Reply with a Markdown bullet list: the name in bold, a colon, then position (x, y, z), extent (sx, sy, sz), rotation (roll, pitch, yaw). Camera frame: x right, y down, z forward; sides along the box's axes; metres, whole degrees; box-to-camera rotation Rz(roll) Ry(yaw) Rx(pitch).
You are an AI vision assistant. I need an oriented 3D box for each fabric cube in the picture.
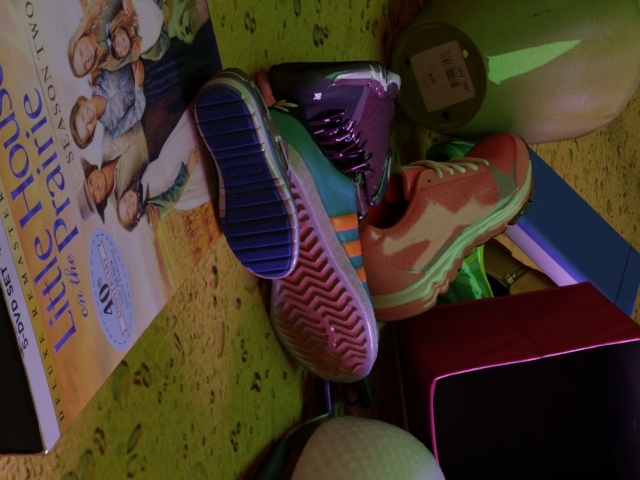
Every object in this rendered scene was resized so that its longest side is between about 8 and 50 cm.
- **fabric cube**: position (0.236, 0.212, 1.928), extent (0.258, 0.259, 0.254), rotation (-119, -160, -75)

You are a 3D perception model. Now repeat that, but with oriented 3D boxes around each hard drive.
- **hard drive**: position (0.311, -0.031, 2.309), extent (0.318, 0.040, 0.210), rotation (43, 29, -5)

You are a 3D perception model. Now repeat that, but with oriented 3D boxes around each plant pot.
- **plant pot**: position (0.220, -0.232, 2.102), extent (0.293, 0.275, 0.275), rotation (-23, 110, -52)

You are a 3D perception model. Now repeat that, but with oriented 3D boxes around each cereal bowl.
- **cereal bowl**: position (0.065, 0.349, 1.680), extent (0.339, 0.141, 0.339), rotation (4, 90, -72)

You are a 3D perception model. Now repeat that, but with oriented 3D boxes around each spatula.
- **spatula**: position (-0.021, 0.197, 1.662), extent (0.296, 0.030, 0.084), rotation (-42, 129, -65)

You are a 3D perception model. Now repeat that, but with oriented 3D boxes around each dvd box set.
- **dvd box set**: position (-0.173, -0.081, 1.236), extent (0.420, 0.062, 0.307), rotation (-55, 138, -60)

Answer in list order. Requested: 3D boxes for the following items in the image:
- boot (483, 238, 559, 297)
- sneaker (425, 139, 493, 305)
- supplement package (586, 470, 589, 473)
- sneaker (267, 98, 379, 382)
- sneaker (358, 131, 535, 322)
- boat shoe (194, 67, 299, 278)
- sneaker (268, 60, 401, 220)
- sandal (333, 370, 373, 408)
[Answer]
- **boot**: position (0.297, 0.108, 2.254), extent (0.104, 0.295, 0.211), rotation (-54, 179, 18)
- **sneaker**: position (0.150, 0.018, 2.087), extent (0.123, 0.109, 0.295), rotation (16, 72, -45)
- **supplement package**: position (0.275, 0.301, 2.212), extent (0.199, 0.198, 0.263), rotation (6, 82, -71)
- **sneaker**: position (0.000, 0.000, 1.633), extent (0.121, 0.108, 0.302), rotation (-63, 144, -46)
- **sneaker**: position (0.139, -0.048, 1.926), extent (0.314, 0.116, 0.136), rotation (-48, 122, -33)
- **boat shoe**: position (-0.050, -0.058, 1.388), extent (0.066, 0.066, 0.183), rotation (-63, 145, -57)
- **sneaker**: position (0.026, -0.100, 1.729), extent (0.281, 0.106, 0.162), rotation (-7, 97, -71)
- **sandal**: position (0.034, 0.150, 1.795), extent (0.179, 0.040, 0.067), rotation (85, 0, -75)
